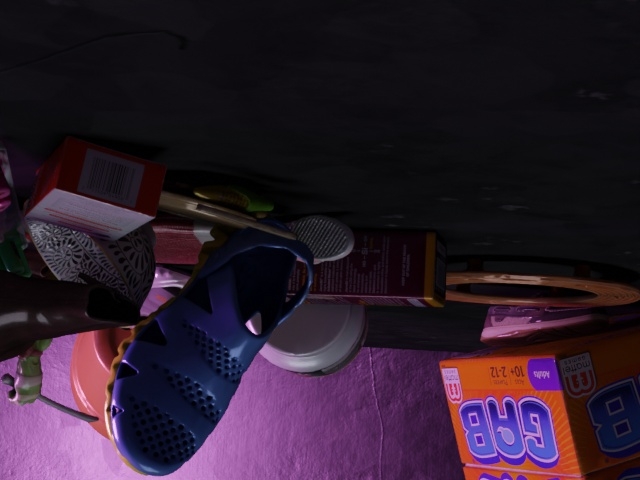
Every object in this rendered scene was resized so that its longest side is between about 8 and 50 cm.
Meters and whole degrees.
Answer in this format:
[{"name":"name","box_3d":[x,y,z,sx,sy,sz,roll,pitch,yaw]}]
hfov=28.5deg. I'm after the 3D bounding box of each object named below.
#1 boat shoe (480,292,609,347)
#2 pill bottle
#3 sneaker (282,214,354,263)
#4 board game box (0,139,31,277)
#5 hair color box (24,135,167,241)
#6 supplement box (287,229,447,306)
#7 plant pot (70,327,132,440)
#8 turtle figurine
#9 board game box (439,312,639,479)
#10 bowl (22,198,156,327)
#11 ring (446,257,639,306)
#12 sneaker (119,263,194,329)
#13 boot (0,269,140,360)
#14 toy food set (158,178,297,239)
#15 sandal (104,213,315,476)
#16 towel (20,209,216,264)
[{"name":"boat shoe","box_3d":[0.342,0.116,1.951,0.080,0.073,0.224,17,157,-41]},{"name":"pill bottle","box_3d":[-0.019,0.100,1.706,0.162,0.162,0.278,3,171,5]},{"name":"sneaker","box_3d":[0.000,0.000,1.416,0.134,0.050,0.070,-2,173,43]},{"name":"board game box","box_3d":[-0.475,0.047,1.227,0.390,0.050,0.390,-22,170,-15]},{"name":"hair color box","box_3d":[-0.209,-0.044,1.156,0.093,0.053,0.167,16,166,-20]},{"name":"supplement box","box_3d":[0.051,0.034,1.503,0.188,0.080,0.104,1,171,13]},{"name":"plant pot","box_3d":[-0.285,0.192,2.145,0.291,0.290,0.203,4,155,-5]},{"name":"turtle figurine","box_3d":[-0.396,0.115,1.602,0.266,0.197,0.274,7,167,0]},{"name":"board game box","box_3d":[0.460,0.318,2.006,0.357,0.356,0.356,-12,178,-23]},{"name":"bowl","box_3d":[-0.226,0.003,1.328,0.080,0.170,0.170,-42,-165,-27]},{"name":"ring","box_3d":[0.275,0.060,1.756,0.337,0.032,0.336,4,172,1]},{"name":"sneaker","box_3d":[-0.309,0.086,1.922,0.272,0.107,0.100,3,173,33]},{"name":"boot","box_3d":[-0.282,0.084,1.292,0.207,0.090,0.248,2,169,13]},{"name":"toy food set","box_3d":[-0.118,-0.042,1.253,0.132,0.038,0.192,18,175,-39]},{"name":"sandal","box_3d":[-0.106,0.094,1.282,0.126,0.317,0.138,37,157,-24]},{"name":"towel","box_3d":[-0.262,-0.009,1.516,0.329,0.037,0.237,3,171,3]}]
